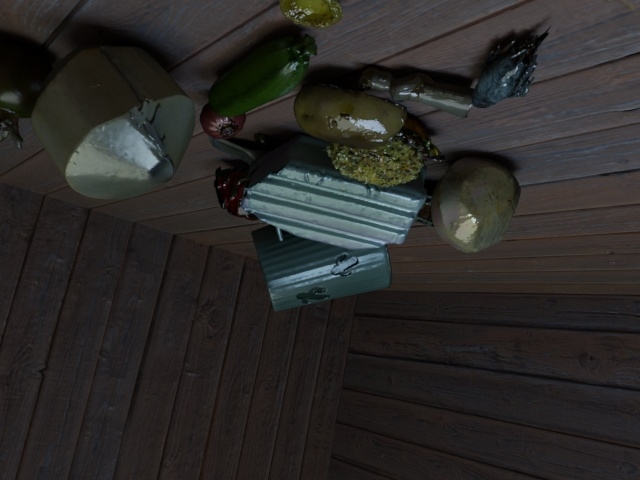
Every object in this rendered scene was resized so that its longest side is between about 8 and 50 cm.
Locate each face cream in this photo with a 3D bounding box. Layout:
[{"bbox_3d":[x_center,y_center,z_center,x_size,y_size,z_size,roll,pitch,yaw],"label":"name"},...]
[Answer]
[{"bbox_3d":[-0.204,-0.238,1.745,0.224,0.070,0.114,19,168,3],"label":"face cream"}]

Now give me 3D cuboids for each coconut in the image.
[{"bbox_3d":[0.372,-0.087,1.549,0.197,0.236,0.237,16,168,-3],"label":"coconut"},{"bbox_3d":[-0.411,-0.229,1.279,0.323,0.322,0.323,10,168,2],"label":"coconut"}]

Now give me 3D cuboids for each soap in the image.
[{"bbox_3d":[0.027,-0.122,1.640,0.446,0.156,0.261,12,141,-6],"label":"soap"}]

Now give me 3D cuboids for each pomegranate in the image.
[{"bbox_3d":[-0.678,-0.317,1.375,0.182,0.224,0.181,4,174,0],"label":"pomegranate"}]

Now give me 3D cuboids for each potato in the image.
[{"bbox_3d":[0.037,-0.247,1.248,0.243,0.098,0.138,15,180,41],"label":"potato"}]

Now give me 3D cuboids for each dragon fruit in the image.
[{"bbox_3d":[-0.223,-0.146,1.903,0.189,0.182,0.182,2,165,32],"label":"dragon fruit"}]

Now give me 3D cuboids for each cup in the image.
[{"bbox_3d":[-0.003,0.000,1.937,0.392,0.400,0.310,-16,-173,-6],"label":"cup"}]

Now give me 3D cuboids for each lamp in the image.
[{"bbox_3d":[-0.225,-0.283,1.449,0.108,0.092,0.107,-16,150,-10],"label":"lamp"}]

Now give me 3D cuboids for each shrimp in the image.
[{"bbox_3d":[0.318,-0.282,1.038,0.090,0.079,0.233,49,161,3],"label":"shrimp"}]

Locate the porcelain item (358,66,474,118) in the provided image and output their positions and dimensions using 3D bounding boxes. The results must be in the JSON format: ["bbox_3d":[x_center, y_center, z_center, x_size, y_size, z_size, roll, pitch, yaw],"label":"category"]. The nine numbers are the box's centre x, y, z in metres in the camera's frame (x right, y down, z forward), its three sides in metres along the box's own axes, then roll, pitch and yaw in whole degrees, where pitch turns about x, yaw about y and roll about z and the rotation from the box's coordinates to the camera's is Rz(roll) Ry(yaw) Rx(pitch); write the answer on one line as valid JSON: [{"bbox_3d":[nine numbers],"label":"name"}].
[{"bbox_3d":[0.178,-0.283,1.181,0.213,0.054,0.084,15,169,2],"label":"porcelain item"}]

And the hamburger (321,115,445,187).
[{"bbox_3d":[0.137,-0.200,1.407,0.243,0.138,0.262,22,165,-40],"label":"hamburger"}]

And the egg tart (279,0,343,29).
[{"bbox_3d":[-0.013,-0.371,0.978,0.105,0.039,0.105,10,168,2],"label":"egg tart"}]

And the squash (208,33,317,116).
[{"bbox_3d":[-0.114,-0.312,1.208,0.101,0.101,0.379,17,165,-29],"label":"squash"}]

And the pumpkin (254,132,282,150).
[{"bbox_3d":[-0.142,-0.256,1.661,0.083,0.028,0.050,23,165,-32],"label":"pumpkin"}]

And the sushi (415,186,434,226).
[{"bbox_3d":[0.346,-0.111,1.857,0.320,0.068,0.339,16,170,16],"label":"sushi"}]
